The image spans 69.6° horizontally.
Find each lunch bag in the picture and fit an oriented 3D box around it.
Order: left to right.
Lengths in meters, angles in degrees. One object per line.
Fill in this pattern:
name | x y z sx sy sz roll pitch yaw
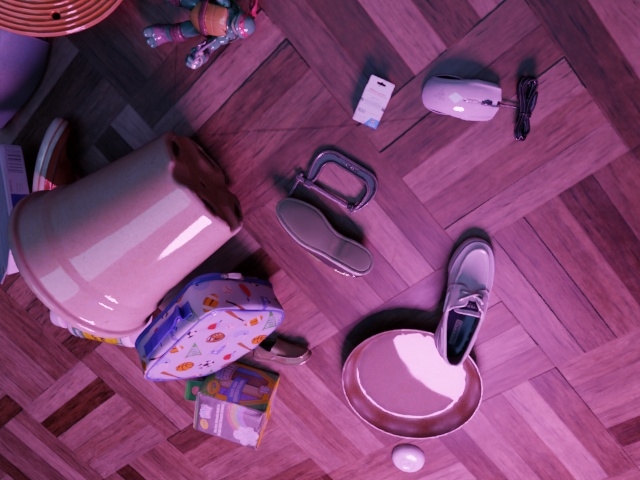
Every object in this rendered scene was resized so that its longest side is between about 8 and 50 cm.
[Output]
lunch bag | -0.238 0.183 0.982 0.303 0.243 0.115 -44 56 26

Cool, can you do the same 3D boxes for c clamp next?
c clamp | 0.027 -0.106 0.916 0.161 0.022 0.137 26 111 2

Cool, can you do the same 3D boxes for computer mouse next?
computer mouse | 0.270 -0.237 0.790 0.193 0.042 0.106 10 116 8

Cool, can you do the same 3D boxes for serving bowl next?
serving bowl | 0.221 0.555 1.161 0.083 0.027 0.083 5 115 11

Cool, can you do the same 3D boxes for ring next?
ring | -0.477 -0.507 0.755 0.337 0.032 0.336 -1 95 -16

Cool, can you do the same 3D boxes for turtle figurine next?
turtle figurine | -0.198 -0.380 0.789 0.234 0.118 0.175 16 102 22

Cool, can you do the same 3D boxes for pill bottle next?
pill bottle | -0.528 0.181 1.109 0.209 0.117 0.117 10 115 8

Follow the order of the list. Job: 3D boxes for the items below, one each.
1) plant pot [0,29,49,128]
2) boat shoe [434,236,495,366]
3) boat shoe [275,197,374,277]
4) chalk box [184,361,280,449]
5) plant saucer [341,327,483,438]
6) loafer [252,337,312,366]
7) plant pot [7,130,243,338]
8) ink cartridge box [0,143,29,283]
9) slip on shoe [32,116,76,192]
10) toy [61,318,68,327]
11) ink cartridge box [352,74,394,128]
plant pot | -0.666 -0.358 0.838 0.252 0.248 0.247 -35 103 4
boat shoe | 0.289 0.124 0.900 0.095 0.084 0.258 8 101 4
boat shoe | 0.000 0.000 0.935 0.228 0.081 0.069 37 160 -4
chalk box | -0.226 0.388 1.129 0.213 0.132 0.132 17 117 6
plant saucer | 0.205 0.320 1.049 0.311 0.050 0.310 5 114 11
loafer | -0.094 0.260 1.083 0.148 0.056 0.050 -2 119 13
plant pot | -0.332 -0.034 0.881 0.306 0.334 0.333 -32 104 12
ink cartridge box | -0.670 -0.052 0.999 0.224 0.045 0.223 -43 62 41
slip on shoe | -0.569 -0.105 1.007 0.101 0.123 0.331 6 114 -26
toy | -0.484 0.061 0.984 0.056 0.237 0.136 -6 113 2
ink cartridge box | 0.097 -0.251 0.829 0.048 0.028 0.083 25 117 0
